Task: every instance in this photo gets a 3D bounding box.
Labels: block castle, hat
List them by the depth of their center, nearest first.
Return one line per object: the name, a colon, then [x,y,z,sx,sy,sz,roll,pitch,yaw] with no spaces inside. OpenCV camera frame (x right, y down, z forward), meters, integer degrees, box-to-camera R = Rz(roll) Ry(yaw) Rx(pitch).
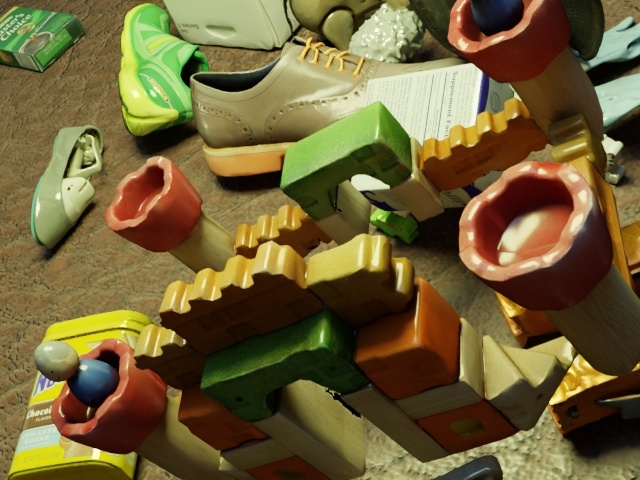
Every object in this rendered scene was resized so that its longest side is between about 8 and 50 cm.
block castle: [0.000,0.000,0.696,0.453,0.213,0.303,-23,43,29]
hat: [0.148,-0.290,0.950,0.134,0.331,0.331,-40,42,8]

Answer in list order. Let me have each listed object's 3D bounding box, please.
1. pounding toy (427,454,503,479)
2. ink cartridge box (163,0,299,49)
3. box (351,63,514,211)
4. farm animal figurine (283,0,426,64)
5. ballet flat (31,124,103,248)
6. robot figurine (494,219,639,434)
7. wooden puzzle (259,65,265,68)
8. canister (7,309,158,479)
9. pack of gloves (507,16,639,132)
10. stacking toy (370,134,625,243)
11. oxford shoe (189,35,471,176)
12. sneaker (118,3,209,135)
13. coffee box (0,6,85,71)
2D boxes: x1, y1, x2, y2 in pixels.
pounding toy: [0.007,0.216,0.655,0.270,0.154,0.154,-22,43,4]
ink cartridge box: [-0.085,-0.425,1.349,0.201,0.117,0.278,13,55,36]
box: [0.111,-0.099,0.885,0.137,0.072,0.126,-1,72,38]
farm animal figurine: [0.079,-0.378,1.186,0.327,0.172,0.330,-42,45,-16]
ballet flat: [-0.324,-0.079,1.164,0.068,0.072,0.213,-10,45,8]
robot figurine: [0.304,0.042,0.734,0.291,0.085,0.211,-22,43,6]
wooden puzzle: [-0.094,-0.214,1.231,0.049,0.006,0.083,0,49,25]
canister: [-0.230,0.163,0.881,0.126,0.073,0.169,-12,46,15]
pack of gloves: [0.328,-0.176,0.969,0.232,0.046,0.195,-26,28,-9]
stacking toy: [0.178,-0.053,0.911,0.221,0.052,0.167,21,60,39]
oxford shoe: [0.015,-0.170,1.023,0.364,0.132,0.130,-10,27,17]
sneaker: [-0.221,-0.240,1.266,0.124,0.109,0.295,-3,41,-9]
coffee box: [-0.503,-0.348,1.532,0.184,0.040,0.113,18,58,37]
